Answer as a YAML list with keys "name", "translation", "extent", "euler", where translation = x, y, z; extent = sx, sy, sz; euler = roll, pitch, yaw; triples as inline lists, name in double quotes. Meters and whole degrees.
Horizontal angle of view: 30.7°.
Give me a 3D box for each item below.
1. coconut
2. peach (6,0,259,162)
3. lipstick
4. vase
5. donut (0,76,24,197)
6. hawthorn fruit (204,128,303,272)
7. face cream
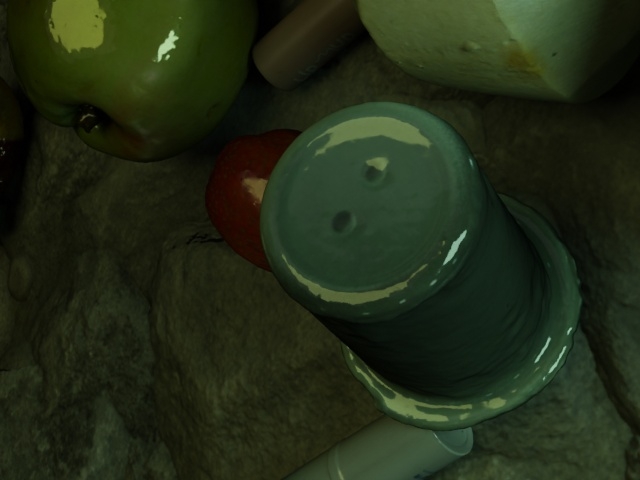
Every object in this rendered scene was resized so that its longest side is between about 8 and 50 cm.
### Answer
- name: "coconut"
  translation: [0.177, -0.270, 1.010]
  extent: [0.323, 0.323, 0.322]
  euler: [-8, 78, 40]
- name: "peach"
  translation: [-0.224, -0.261, 1.365]
  extent: [0.314, 0.282, 0.315]
  euler: [16, 85, 47]
- name: "lipstick"
  translation: [0.034, -0.263, 1.276]
  extent: [0.254, 0.070, 0.070]
  euler: [-36, 61, 32]
- name: "vase"
  translation: [0.087, 0.016, 0.998]
  extent: [0.245, 0.291, 0.245]
  euler: [-7, 68, 17]
- name: "donut"
  translation: [-0.495, -0.136, 1.683]
  extent: [0.112, 0.151, 0.294]
  euler: [15, 106, 28]
- name: "hawthorn fruit"
  translation: [0.000, 0.000, 1.221]
  extent: [0.285, 0.165, 0.165]
  euler: [46, 113, 27]
- name: "face cream"
  translation: [0.038, 0.239, 1.187]
  extent: [0.250, 0.077, 0.077]
  euler: [-37, 61, 31]
